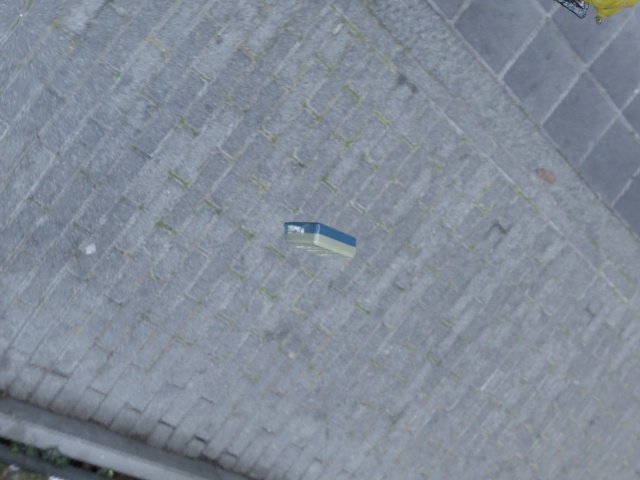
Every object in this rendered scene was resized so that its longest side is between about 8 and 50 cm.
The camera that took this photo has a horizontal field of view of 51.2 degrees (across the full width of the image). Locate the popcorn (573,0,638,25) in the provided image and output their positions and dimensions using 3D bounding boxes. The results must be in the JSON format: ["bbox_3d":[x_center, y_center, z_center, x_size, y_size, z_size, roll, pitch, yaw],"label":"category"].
[{"bbox_3d":[0.544,-0.541,1.260,0.191,0.190,0.253,-48,161,14],"label":"popcorn"}]

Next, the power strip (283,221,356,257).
[{"bbox_3d":[0.000,0.000,0.921,0.123,0.056,0.032,22,72,-60],"label":"power strip"}]

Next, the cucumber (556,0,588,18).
[{"bbox_3d":[0.452,-0.522,1.345,0.220,0.070,0.046,23,117,-24],"label":"cucumber"}]
